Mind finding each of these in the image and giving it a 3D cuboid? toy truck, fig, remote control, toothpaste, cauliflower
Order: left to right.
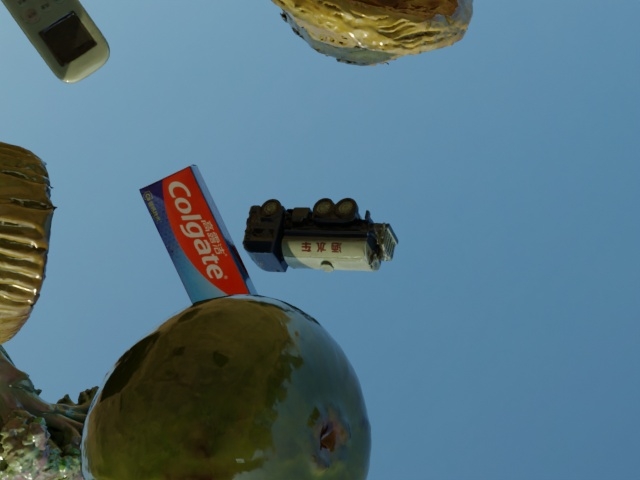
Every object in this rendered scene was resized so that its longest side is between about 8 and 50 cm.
[{"bbox_3d":[-0.433,0.256,2.053,0.256,0.315,0.239,-24,-177,29],"label":"cauliflower"},{"bbox_3d":[-0.397,-0.348,1.935,0.090,0.309,0.038,-35,-178,-11],"label":"remote control"},{"bbox_3d":[-0.115,0.208,1.486,0.316,0.316,0.316,-32,-149,22],"label":"fig"},{"bbox_3d":[-0.125,0.063,1.822,0.076,0.320,0.066,-25,-177,5],"label":"toothpaste"},{"bbox_3d":[0.000,0.000,1.873,0.202,0.074,0.088,1,-120,24],"label":"toy truck"}]

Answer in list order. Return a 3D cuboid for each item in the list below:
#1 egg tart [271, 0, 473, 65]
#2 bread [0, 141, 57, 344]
[{"bbox_3d":[0.048,-0.348,2.024,0.341,0.341,0.132,-83,-170,-48],"label":"egg tart"},{"bbox_3d":[-0.404,0.005,1.695,0.253,0.142,0.227,130,-35,-55],"label":"bread"}]
